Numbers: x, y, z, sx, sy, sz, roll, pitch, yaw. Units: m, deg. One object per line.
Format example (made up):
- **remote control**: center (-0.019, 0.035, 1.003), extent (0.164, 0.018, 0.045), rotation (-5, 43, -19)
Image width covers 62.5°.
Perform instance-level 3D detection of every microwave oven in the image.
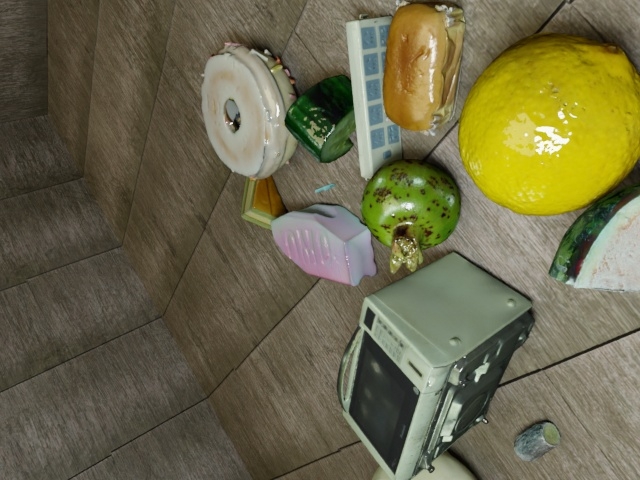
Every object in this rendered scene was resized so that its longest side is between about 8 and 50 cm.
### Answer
- **microwave oven**: center (0.240, 0.284, 1.146), extent (0.247, 0.333, 0.394), rotation (40, 138, 37)

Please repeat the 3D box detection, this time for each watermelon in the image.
- **watermelon**: center (0.457, 0.013, 0.753), extent (0.224, 0.305, 0.180), rotation (110, 158, -47)

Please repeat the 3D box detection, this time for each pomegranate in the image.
- **pomegranate**: center (0.187, -0.054, 1.109), extent (0.211, 0.263, 0.211), rotation (7, 137, 7)

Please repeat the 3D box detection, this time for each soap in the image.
- **soap**: center (0.000, 0.000, 1.481), extent (0.324, 0.109, 0.192), rotation (12, 118, 49)

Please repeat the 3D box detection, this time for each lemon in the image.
- **lemon**: center (0.347, -0.172, 0.808), extent (0.293, 0.293, 0.293), rotation (28, 130, 40)

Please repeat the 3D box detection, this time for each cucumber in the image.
- **cucumber**: center (0.018, -0.287, 1.243), extent (0.130, 0.191, 0.191), rotation (46, 140, 12)
- **cucumber**: center (0.480, 0.444, 1.169), extent (0.064, 0.064, 0.112), rotation (48, 138, 23)

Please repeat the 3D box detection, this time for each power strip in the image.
- **power strip**: center (0.123, -0.300, 1.156), extent (0.043, 0.106, 0.367), rotation (20, 125, 49)

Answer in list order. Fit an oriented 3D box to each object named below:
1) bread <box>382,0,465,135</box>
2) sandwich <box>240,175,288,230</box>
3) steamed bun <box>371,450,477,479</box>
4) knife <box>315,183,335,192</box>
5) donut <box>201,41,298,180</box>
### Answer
- **bread**: center (0.198, -0.340, 1.041), extent (0.136, 0.107, 0.241), rotation (28, 130, 37)
- **sandwich**: center (-0.165, -0.143, 1.690), extent (0.117, 0.144, 0.187), rotation (-23, 55, 54)
- **steamed bun**: center (0.311, 0.697, 1.379), extent (0.312, 0.233, 0.333), rotation (16, 130, 44)
- **knife**: center (0.013, -0.145, 1.468), extent (0.091, 0.005, 0.014), rotation (-15, 96, 53)
- **donut**: center (-0.195, -0.363, 1.491), extent (0.383, 0.142, 0.382), rotation (27, 128, 40)
